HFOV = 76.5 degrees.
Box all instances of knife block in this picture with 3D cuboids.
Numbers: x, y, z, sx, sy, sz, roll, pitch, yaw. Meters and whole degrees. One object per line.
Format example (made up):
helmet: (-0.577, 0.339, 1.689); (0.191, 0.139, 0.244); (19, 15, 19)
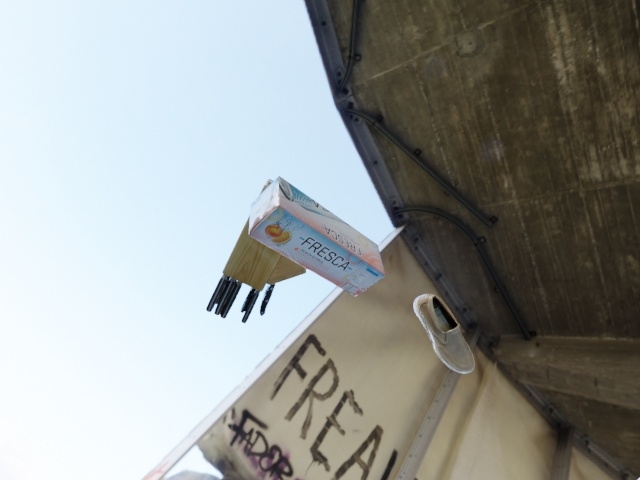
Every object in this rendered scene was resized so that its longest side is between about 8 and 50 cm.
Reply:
knife block: (-0.161, 0.033, 0.874); (0.242, 0.088, 0.275); (-18, -73, 3)

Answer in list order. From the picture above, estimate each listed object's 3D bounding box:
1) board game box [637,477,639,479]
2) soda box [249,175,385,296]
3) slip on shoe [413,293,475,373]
board game box: (0.323, 0.317, 0.405); (0.050, 0.390, 0.389); (42, -60, 39)
soda box: (0.000, 0.000, 0.514); (0.183, 0.062, 0.058); (33, -59, -31)
slip on shoe: (0.194, 0.140, 0.616); (0.135, 0.052, 0.041); (61, -28, 8)
